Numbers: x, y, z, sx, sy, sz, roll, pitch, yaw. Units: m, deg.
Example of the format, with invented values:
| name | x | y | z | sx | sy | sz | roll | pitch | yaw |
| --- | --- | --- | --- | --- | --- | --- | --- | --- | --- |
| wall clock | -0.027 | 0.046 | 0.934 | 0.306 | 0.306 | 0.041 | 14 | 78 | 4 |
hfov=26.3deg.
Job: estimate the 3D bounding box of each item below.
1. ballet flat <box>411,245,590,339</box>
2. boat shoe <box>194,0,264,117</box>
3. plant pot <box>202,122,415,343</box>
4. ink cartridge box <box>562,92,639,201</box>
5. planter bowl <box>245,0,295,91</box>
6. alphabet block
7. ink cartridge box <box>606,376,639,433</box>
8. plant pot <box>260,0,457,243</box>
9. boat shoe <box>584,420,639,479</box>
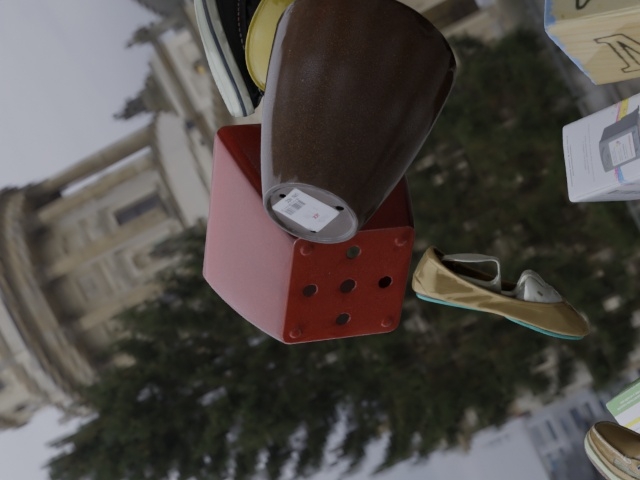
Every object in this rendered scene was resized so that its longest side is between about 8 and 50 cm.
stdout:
| name | x | y | z | sx | sy | sz | roll | pitch | yaw |
| --- | --- | --- | --- | --- | --- | --- | --- | --- | --- |
| ballet flat | 0.231 | 0.063 | 1.720 | 0.080 | 0.232 | 0.073 | -63 | -13 | -73 |
| boat shoe | -0.071 | -0.349 | 1.984 | 0.500 | 0.156 | 0.187 | -78 | -28 | -55 |
| plant pot | 0.000 | 0.000 | 1.961 | 0.236 | 0.267 | 0.267 | -123 | 34 | -51 |
| ink cartridge box | 0.535 | -0.144 | 2.043 | 0.306 | 0.226 | 0.131 | 155 | 113 | -67 |
| planter bowl | 0.019 | -0.251 | 1.732 | 0.090 | 0.217 | 0.217 | 45 | 179 | 35 |
| alphabet block | 0.444 | -0.351 | 1.920 | 0.193 | 0.197 | 0.192 | 29 | -118 | -51 |
| ink cartridge box | 0.462 | 0.231 | 1.547 | 0.235 | 0.171 | 0.056 | 53 | -143 | 6 |
| plant pot | 0.019 | -0.120 | 1.512 | 0.215 | 0.215 | 0.230 | 53 | -135 | -42 |
| boat shoe | 0.346 | 0.227 | 1.382 | 0.190 | 0.068 | 0.072 | 35 | 133 | 42 |
